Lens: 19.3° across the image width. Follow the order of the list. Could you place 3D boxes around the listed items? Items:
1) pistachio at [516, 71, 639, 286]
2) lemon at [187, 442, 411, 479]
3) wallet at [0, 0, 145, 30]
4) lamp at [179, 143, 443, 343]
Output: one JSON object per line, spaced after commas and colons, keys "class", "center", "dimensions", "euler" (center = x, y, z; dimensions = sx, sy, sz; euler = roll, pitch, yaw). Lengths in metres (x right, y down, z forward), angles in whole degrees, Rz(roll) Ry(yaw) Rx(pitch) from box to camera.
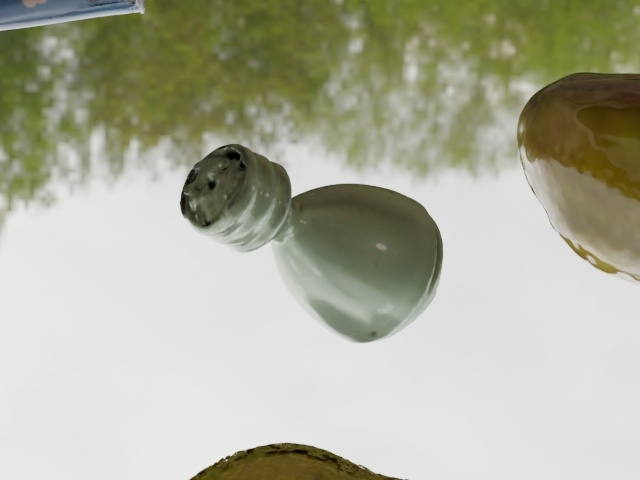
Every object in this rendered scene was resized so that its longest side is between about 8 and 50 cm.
{"class": "pistachio", "center": [0.174, -0.020, 0.793], "dimensions": [0.189, 0.100, 0.110], "euler": [4, -134, 17]}
{"class": "lemon", "center": [-0.033, 0.289, 1.334], "dimensions": [0.258, 0.310, 0.258], "euler": [32, -179, -1]}
{"class": "wallet", "center": [-0.219, -0.160, 1.164], "dimensions": [0.202, 0.059, 0.141], "euler": [-11, -160, -11]}
{"class": "lamp", "center": [0.000, 0.000, 1.215], "dimensions": [0.193, 0.106, 0.106], "euler": [26, -178, -40]}
